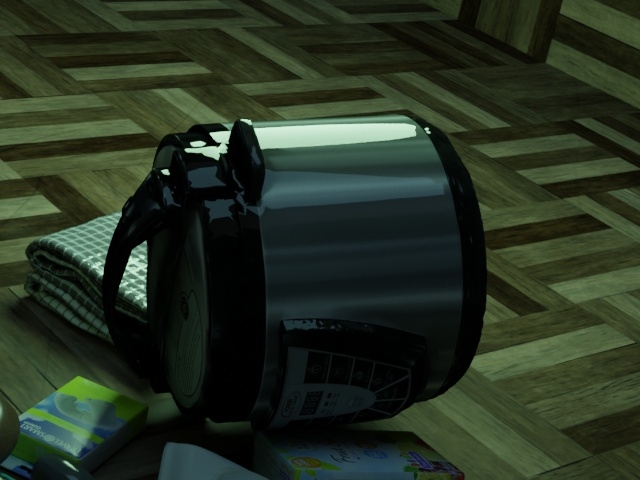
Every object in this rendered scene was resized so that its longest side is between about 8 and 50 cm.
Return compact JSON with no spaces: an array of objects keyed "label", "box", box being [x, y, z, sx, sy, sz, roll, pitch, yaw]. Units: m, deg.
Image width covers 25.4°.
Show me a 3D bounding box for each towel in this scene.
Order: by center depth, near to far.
[{"label":"towel","box":[-0.240,0.056,1.996,0.284,0.121,0.235,27,29,29]}]

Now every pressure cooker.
[{"label":"pressure cooker","box":[-0.053,0.037,1.714,0.420,0.369,0.375,-3,5,-19]}]

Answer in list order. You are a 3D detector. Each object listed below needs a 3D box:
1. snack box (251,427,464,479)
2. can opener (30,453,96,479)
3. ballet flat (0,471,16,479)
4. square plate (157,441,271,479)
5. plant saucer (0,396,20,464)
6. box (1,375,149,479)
[{"label":"snack box","box":[0.040,0.274,1.664,0.207,0.070,0.174,3,8,-18]},{"label":"can opener","box":[-0.208,0.327,1.382,0.076,0.095,0.283,-15,49,-46]},{"label":"ballet flat","box":[-0.381,0.273,1.532,0.241,0.091,0.077,25,57,35]},{"label":"square plate","box":[-0.011,0.355,1.385,0.347,0.049,0.344,29,24,-12]},{"label":"plant saucer","box":[-0.409,0.203,1.526,0.168,0.029,0.168,0,34,0]},{"label":"box","box":[-0.296,0.228,1.691,0.109,0.042,0.178,20,25,18]}]
